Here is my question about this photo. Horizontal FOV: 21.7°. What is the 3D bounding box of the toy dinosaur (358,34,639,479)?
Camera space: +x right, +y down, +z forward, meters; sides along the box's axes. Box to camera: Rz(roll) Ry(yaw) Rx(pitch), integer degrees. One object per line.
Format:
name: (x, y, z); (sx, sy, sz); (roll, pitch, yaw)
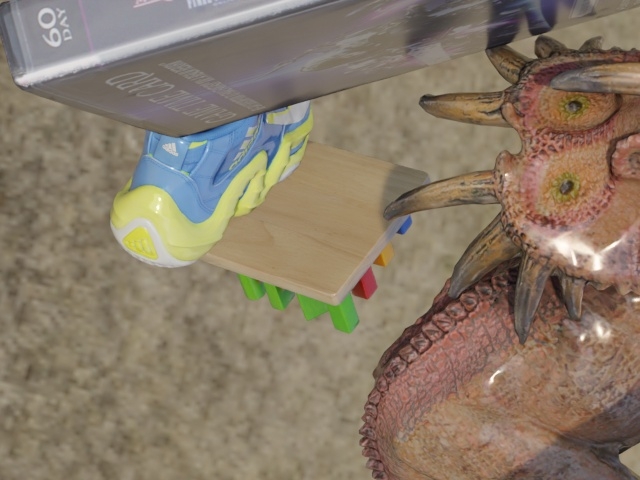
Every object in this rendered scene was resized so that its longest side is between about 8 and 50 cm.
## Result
toy dinosaur: (0.083, 0.036, 0.600); (0.200, 0.127, 0.295); (18, 121, -36)

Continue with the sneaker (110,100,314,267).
sneaker: (-0.052, -0.086, 1.077); (0.240, 0.091, 0.126); (-63, 176, -50)

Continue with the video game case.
video game case: (0.069, -0.080, 0.462); (0.196, 0.274, 0.026); (-1, 77, -84)

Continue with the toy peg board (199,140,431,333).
toy peg board: (0.000, 0.000, 1.527); (0.160, 0.161, 0.079); (-51, 142, -30)
